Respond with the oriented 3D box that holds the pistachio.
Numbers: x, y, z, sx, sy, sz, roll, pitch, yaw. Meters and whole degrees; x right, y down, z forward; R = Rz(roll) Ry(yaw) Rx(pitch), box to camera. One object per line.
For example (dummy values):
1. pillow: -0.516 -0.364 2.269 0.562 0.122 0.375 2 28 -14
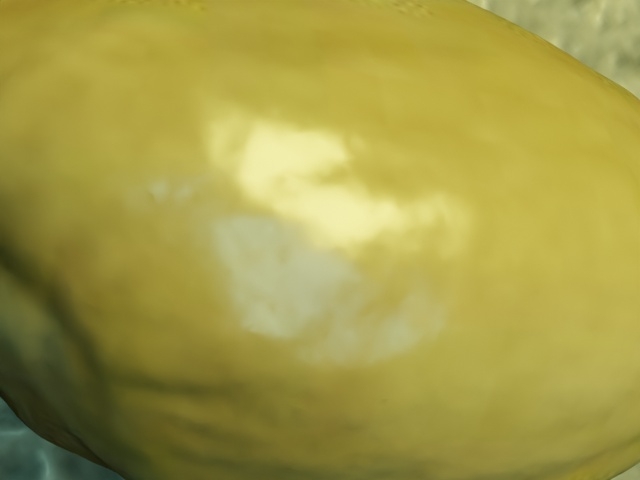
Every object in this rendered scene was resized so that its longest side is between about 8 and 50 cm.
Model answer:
1. pistachio: 0.000 0.000 0.545 0.293 0.162 0.182 11 65 -24
